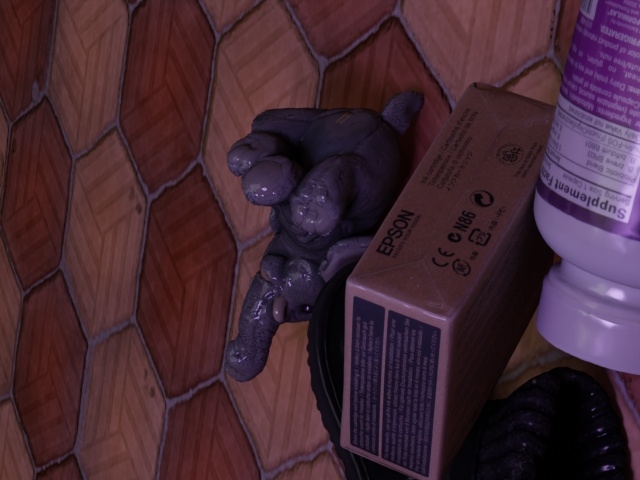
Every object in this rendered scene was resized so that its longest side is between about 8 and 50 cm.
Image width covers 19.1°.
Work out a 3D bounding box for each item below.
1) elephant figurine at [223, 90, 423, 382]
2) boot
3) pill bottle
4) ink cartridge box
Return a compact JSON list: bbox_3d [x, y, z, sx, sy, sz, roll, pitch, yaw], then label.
[{"bbox_3d":[0.000,0.000,1.783,0.169,0.186,0.239,-70,-23,-50],"label":"elephant figurine"},{"bbox_3d":[0.120,0.140,1.565,0.260,0.131,0.348,-44,55,54],"label":"boot"},{"bbox_3d":[0.242,-0.066,1.316,0.169,0.169,0.302,38,121,56],"label":"pill bottle"},{"bbox_3d":[0.100,0.031,1.411,0.193,0.088,0.235,92,-156,-46],"label":"ink cartridge box"}]
